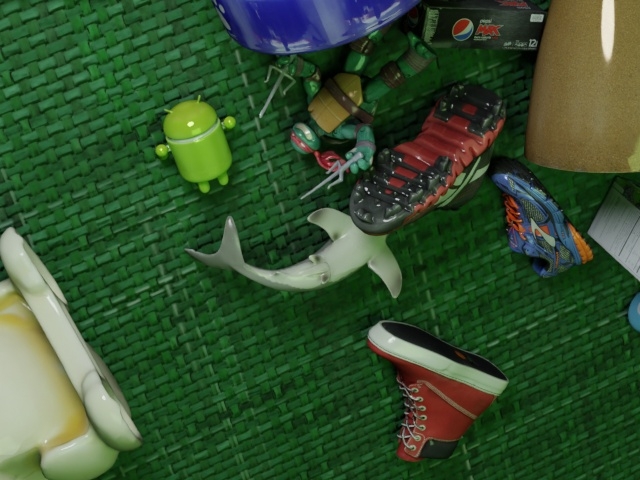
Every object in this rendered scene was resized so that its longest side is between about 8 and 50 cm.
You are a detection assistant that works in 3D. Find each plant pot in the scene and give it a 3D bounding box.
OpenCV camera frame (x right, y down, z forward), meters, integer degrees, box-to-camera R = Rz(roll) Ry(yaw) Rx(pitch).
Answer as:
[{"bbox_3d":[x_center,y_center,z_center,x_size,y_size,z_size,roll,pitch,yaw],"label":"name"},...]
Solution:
[{"bbox_3d":[0.364,-0.233,1.956,0.237,0.237,0.254,-10,106,-19],"label":"plant pot"}]

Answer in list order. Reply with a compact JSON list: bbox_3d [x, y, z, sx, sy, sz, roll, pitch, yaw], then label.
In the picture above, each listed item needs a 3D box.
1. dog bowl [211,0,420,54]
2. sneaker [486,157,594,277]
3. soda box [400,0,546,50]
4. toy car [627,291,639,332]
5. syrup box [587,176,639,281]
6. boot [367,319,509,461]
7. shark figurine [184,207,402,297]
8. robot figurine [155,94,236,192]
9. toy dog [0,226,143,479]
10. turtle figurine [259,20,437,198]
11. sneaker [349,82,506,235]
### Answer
[{"bbox_3d":[0.000,-0.317,1.696,0.265,0.265,0.104,-29,127,-7],"label":"dog bowl"},{"bbox_3d":[0.281,-0.022,2.101,0.087,0.083,0.221,-39,123,6],"label":"sneaker"},{"bbox_3d":[0.187,-0.268,1.933,0.169,0.060,0.053,-1,118,-25],"label":"soda box"},{"bbox_3d":[0.604,0.138,2.235,0.219,0.238,0.210,33,100,-35],"label":"toy car"},{"bbox_3d":[0.465,0.014,2.105,0.093,0.237,0.096,15,110,-29],"label":"syrup box"},{"bbox_3d":[0.125,0.216,2.157,0.244,0.088,0.176,27,105,-37],"label":"boot"},{"bbox_3d":[-0.014,0.024,1.983,0.278,0.116,0.166,-21,90,-22],"label":"shark figurine"},{"bbox_3d":[-0.144,-0.115,1.861,0.101,0.067,0.115,-23,124,-6],"label":"robot figurine"},{"bbox_3d":[-0.441,0.221,1.814,0.408,0.395,0.284,-30,81,-7],"label":"toy dog"},{"bbox_3d":[0.022,-0.171,1.883,0.175,0.118,0.234,43,101,5],"label":"turtle figurine"},{"bbox_3d":[0.132,-0.074,1.948,0.276,0.098,0.135,-44,152,-35],"label":"sneaker"}]
